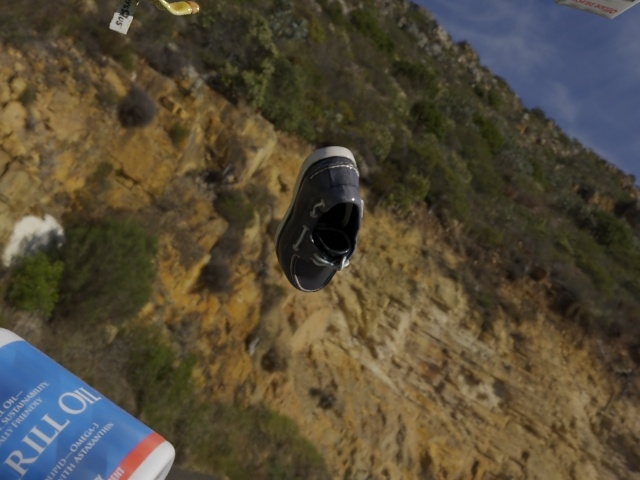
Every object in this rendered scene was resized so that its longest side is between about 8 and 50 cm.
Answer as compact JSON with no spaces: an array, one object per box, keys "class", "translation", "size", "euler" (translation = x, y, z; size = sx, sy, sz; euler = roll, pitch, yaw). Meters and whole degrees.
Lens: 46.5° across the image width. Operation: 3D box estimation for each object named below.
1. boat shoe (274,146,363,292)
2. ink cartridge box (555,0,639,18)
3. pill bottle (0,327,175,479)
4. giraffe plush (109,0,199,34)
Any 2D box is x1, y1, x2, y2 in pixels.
[{"class":"boat shoe","translation":[0.000,0.000,0.742],"size":[0.206,0.075,0.065],"euler":[103,-25,-50]},{"class":"ink cartridge box","translation":[0.494,-0.457,1.190],"size":[0.154,0.093,0.212],"euler":[2,-17,-34]},{"class":"pill bottle","translation":[-0.228,0.141,0.540],"size":[0.221,0.124,0.124],"euler":[33,-13,4]},{"class":"giraffe plush","translation":[-0.186,-0.351,0.790],"size":[0.181,0.210,0.170],"euler":[4,-12,-21]}]
